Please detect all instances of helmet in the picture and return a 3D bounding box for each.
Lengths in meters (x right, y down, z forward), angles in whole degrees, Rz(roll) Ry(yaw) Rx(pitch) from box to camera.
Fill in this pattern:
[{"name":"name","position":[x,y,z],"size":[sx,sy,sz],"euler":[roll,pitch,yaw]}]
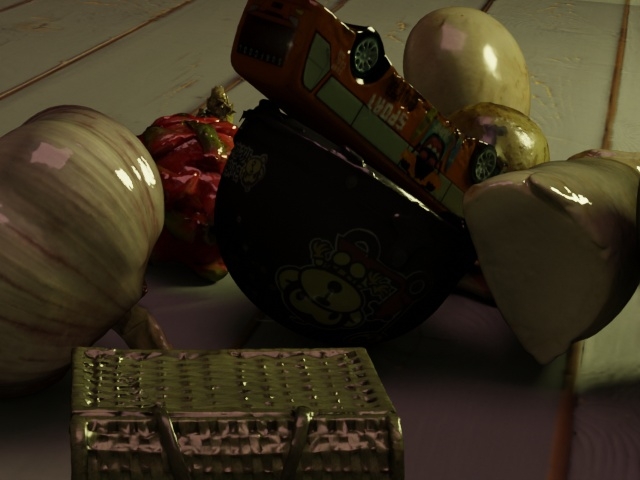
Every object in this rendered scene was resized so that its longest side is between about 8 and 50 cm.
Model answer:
[{"name":"helmet","position":[0.000,0.000,1.399],"size":[0.230,0.160,0.279],"euler":[32,-4,-25]}]

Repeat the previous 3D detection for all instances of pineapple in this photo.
[{"name":"pineapple","position":[-0.129,-0.127,1.928],"size":[0.077,0.114,0.114],"euler":[19,19,-13]}]

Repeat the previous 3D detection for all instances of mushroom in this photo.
[{"name":"mushroom","position":[0.165,-0.200,2.048],"size":[0.209,0.206,0.206],"euler":[15,21,33]},{"name":"mushroom","position":[0.231,-0.002,1.446],"size":[0.137,0.154,0.407],"euler":[-36,-7,23]}]

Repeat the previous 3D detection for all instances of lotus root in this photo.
[{"name":"lotus root","position":[0.195,-0.096,1.851],"size":[0.138,0.138,0.214],"euler":[8,7,13]}]

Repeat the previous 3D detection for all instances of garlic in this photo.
[{"name":"garlic","position":[-0.183,0.039,1.240],"size":[0.253,0.245,0.245],"euler":[38,22,2]}]

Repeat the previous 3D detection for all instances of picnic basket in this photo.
[{"name":"picnic basket","position":[-0.054,0.149,0.978],"size":[0.196,0.134,0.154],"euler":[2,14,-8]}]

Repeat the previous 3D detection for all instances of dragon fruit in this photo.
[{"name":"dragon fruit","position":[-0.114,-0.037,1.569],"size":[0.166,0.160,0.172],"euler":[35,20,-28]}]

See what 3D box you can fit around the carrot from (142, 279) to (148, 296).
[{"name":"carrot","position":[-0.259,0.016,1.500],"size":[0.248,0.059,0.059],"euler":[15,20,23]}]

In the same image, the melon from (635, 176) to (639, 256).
[{"name":"melon","position":[0.383,-0.001,1.310],"size":[0.272,0.308,0.272],"euler":[-35,18,13]}]

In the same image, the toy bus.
[{"name":"toy bus","position":[0.067,-0.099,1.467],"size":[0.093,0.092,0.409],"euler":[23,-9,42]}]

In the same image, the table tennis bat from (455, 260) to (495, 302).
[{"name":"table tennis bat","position":[0.167,0.039,1.577],"size":[0.246,0.022,0.138],"euler":[2,16,-11]}]
